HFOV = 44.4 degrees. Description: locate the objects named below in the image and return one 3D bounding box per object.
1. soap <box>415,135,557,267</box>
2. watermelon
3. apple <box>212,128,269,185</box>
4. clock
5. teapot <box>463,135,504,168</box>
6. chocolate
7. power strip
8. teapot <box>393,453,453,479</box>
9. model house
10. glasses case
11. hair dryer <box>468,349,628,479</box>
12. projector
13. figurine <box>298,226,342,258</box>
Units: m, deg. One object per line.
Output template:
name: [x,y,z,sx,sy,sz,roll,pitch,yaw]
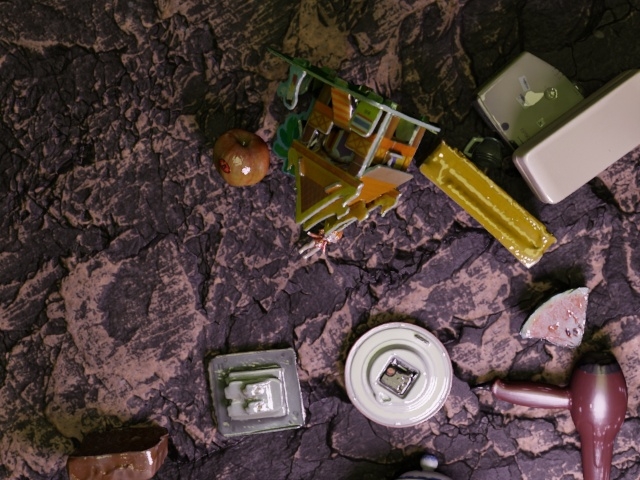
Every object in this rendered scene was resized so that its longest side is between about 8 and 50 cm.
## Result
soap: [0.342,-0.086,1.643,0.315,0.199,0.091,42,102,-4]
watermelon: [0.523,0.180,1.730,0.187,0.071,0.139,-31,101,-2]
apple: [-0.171,-0.179,1.698,0.126,0.126,0.102,17,130,1]
clock: [0.174,0.301,1.763,0.244,0.056,0.244,0,97,3]
teapot: [0.357,-0.195,1.700,0.088,0.066,0.057,18,77,23]
chocolate: [-0.449,0.490,1.772,0.214,0.148,0.093,-4,102,5]
power strip: [-0.148,0.350,1.780,0.213,0.064,0.198,-9,98,3]
teapot: [0.229,0.608,1.717,0.423,0.252,0.280,-6,61,26]
model house: [-0.001,-0.185,1.582,0.357,0.242,0.313,35,104,34]
glasses case: [0.552,-0.212,1.597,0.313,0.070,0.131,-36,104,0]
hair dryer: [0.500,0.388,1.751,0.340,0.123,0.313,4,108,13]
projector: [0.467,-0.262,1.661,0.193,0.088,0.269,-41,99,2]
figurine: [0.000,0.000,1.743,0.109,0.047,0.064,-35,101,15]
